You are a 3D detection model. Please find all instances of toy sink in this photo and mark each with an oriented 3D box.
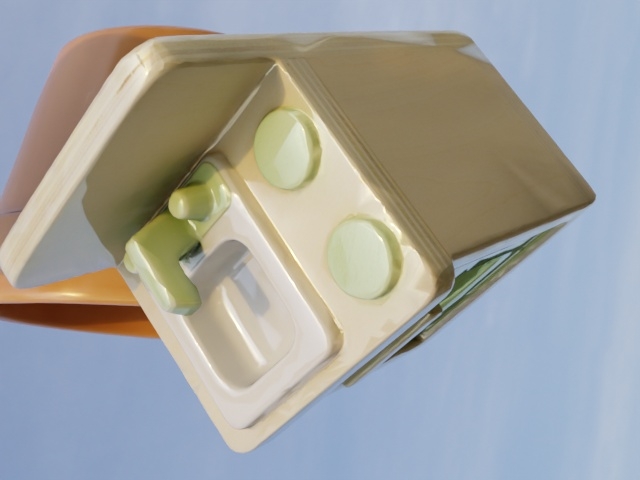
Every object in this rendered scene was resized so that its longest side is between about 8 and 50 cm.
[{"bbox_3d":[0.000,0.000,0.441,0.234,0.153,0.131,-16,-114,-51],"label":"toy sink"}]

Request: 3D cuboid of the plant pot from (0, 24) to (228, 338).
[{"bbox_3d":[-0.111,-0.033,0.718,0.290,0.290,0.204,18,-107,-52],"label":"plant pot"}]
